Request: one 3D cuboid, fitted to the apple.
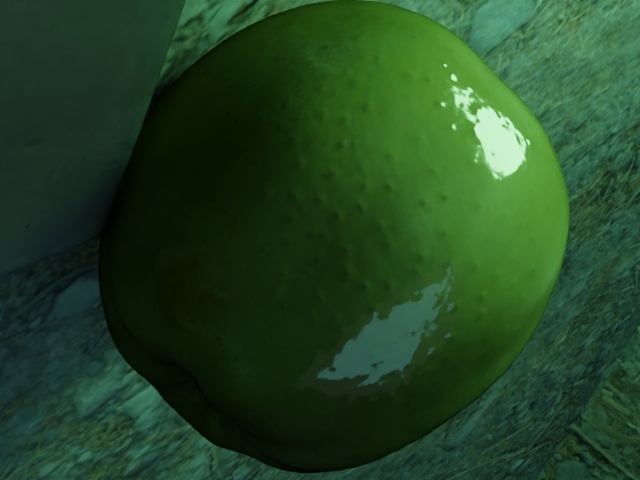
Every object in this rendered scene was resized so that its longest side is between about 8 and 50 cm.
[{"bbox_3d":[0.000,0.000,1.191,0.357,0.357,0.357,-37,154,-21],"label":"apple"}]

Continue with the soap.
[{"bbox_3d":[-0.225,-0.093,0.962,0.285,0.107,0.296,-19,145,-45],"label":"soap"}]
